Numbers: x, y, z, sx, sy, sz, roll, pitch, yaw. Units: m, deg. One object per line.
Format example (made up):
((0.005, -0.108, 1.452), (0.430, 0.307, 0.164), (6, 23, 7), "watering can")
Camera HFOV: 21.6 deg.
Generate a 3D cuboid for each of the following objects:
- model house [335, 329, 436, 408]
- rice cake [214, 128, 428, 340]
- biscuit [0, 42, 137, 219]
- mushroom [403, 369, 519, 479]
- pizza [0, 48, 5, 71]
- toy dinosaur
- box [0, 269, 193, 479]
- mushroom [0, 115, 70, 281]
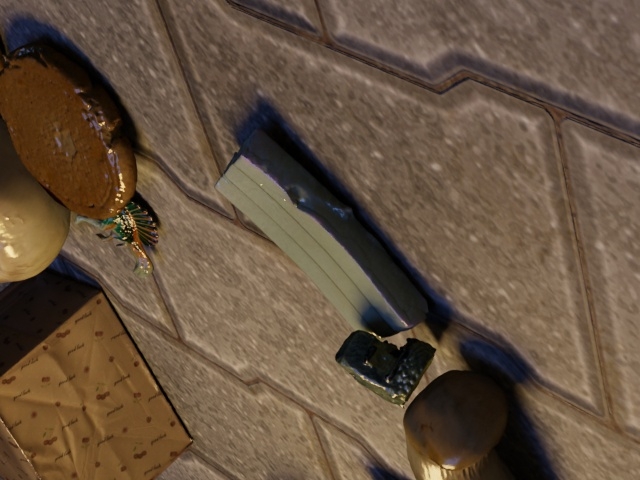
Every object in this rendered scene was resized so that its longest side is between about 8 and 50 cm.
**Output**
((0.059, 0.111, 1.578), (0.083, 0.066, 0.079), (31, 175, 8), "model house")
((0.000, 0.000, 1.597), (0.237, 0.043, 0.127), (46, 157, -2), "rice cake")
((-0.282, -0.122, 1.874), (0.226, 0.042, 0.226), (32, 139, 33), "biscuit")
((0.147, 0.258, 1.641), (0.159, 0.122, 0.328), (18, 142, 35), "mushroom")
((-0.444, -0.294, 1.910), (0.134, 0.056, 0.271), (12, 137, 41), "pizza")
((-0.228, -0.031, 1.956), (0.106, 0.044, 0.187), (36, 136, 15), "toy dinosaur")
((-0.362, 0.225, 2.335), (0.190, 0.225, 0.297), (12, 137, 51), "box")
((-0.448, -0.037, 2.079), (0.260, 0.234, 0.254), (22, 148, 45), "mushroom")
